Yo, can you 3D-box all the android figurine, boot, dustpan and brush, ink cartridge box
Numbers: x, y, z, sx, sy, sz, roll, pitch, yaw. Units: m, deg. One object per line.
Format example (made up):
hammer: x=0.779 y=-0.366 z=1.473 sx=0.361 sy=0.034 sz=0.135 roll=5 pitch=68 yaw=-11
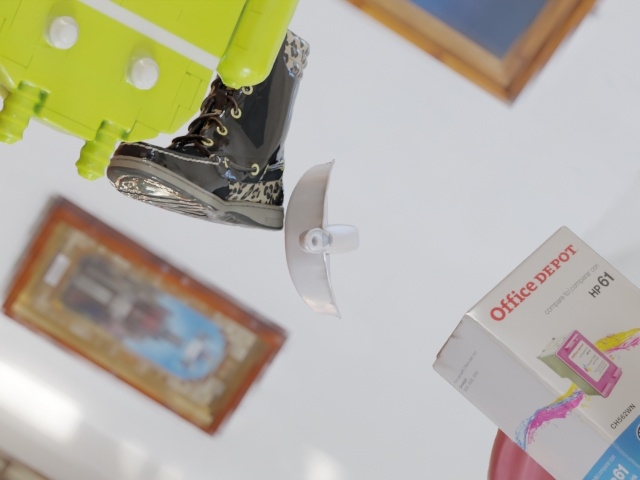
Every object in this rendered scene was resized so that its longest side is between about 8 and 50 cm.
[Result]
android figurine: x=-0.119 y=-0.174 z=1.153 sx=0.056 sy=0.248 sz=0.273 roll=15 pitch=-99 yaw=52
boot: x=-0.092 y=-0.109 z=1.622 sx=0.236 sy=0.085 sz=0.179 roll=19 pitch=82 yaw=-60
dustpan and brush: x=0.000 y=0.000 z=1.657 sx=0.211 sy=0.060 sz=0.147 roll=-4 pitch=91 yaw=-70
ink cartridge box: x=0.130 y=0.065 z=0.918 sx=0.088 sy=0.122 sz=0.052 roll=-39 pitch=163 yaw=-36

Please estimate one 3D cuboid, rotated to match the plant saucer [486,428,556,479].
plant saucer: x=0.316 y=0.215 z=1.678 sx=0.332 sy=0.332 sz=0.084 roll=-56 pitch=-157 yaw=11
